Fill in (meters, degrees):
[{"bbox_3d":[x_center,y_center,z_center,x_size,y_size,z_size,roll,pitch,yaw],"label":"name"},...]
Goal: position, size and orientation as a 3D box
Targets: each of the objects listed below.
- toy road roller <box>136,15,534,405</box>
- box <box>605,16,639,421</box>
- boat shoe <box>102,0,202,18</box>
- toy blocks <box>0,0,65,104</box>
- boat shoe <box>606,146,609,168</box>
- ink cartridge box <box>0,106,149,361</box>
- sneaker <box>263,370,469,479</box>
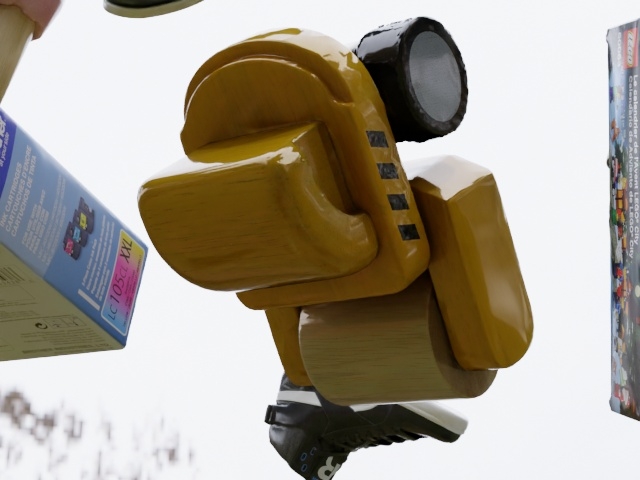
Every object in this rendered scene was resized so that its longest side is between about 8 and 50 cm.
[{"bbox_3d":[0.000,0.000,1.211,0.202,0.240,0.330,-9,-73,36],"label":"toy road roller"},{"bbox_3d":[0.234,-0.010,0.645,0.233,0.159,0.044,-1,2,-9],"label":"box"},{"bbox_3d":[-0.090,-0.268,1.316,0.095,0.254,0.079,28,-40,29],"label":"boat shoe"},{"bbox_3d":[-0.378,-0.275,1.262,0.288,0.260,0.309,-4,-36,37],"label":"toy blocks"},{"bbox_3d":[0.376,-0.085,1.750,0.135,0.045,0.050,23,-32,-25],"label":"boat shoe"},{"bbox_3d":[-0.410,-0.013,1.761,0.270,0.151,0.395,-7,-31,25],"label":"ink cartridge box"},{"bbox_3d":[0.039,0.191,1.527,0.217,0.121,0.079,17,-7,41],"label":"sneaker"}]
